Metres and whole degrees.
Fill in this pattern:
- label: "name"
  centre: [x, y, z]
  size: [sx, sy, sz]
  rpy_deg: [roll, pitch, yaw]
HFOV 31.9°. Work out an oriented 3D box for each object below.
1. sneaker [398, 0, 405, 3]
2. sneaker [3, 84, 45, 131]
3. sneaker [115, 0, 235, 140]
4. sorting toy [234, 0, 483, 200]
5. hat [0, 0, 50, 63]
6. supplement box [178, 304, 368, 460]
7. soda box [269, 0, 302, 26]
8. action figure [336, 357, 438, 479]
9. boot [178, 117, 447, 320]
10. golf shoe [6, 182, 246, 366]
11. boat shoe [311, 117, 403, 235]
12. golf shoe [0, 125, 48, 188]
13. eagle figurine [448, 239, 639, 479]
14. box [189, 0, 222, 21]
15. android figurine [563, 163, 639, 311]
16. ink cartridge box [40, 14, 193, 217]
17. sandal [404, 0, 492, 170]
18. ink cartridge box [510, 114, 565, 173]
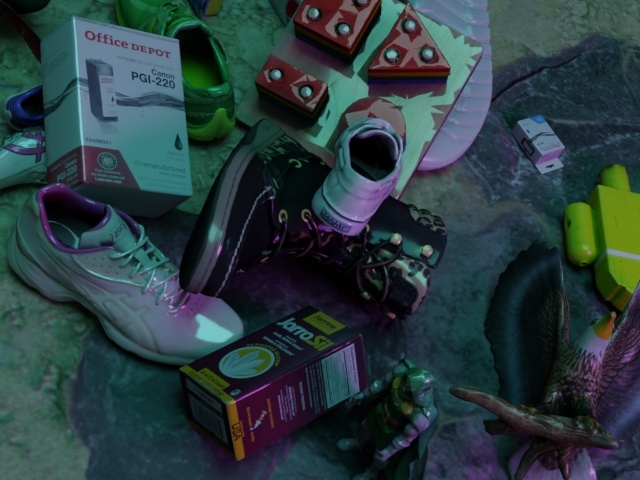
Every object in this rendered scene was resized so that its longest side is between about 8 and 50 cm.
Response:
- label: "sneaker"
  centre: [0.084, -0.344, 1.706]
  size: [0.158, 0.061, 0.065]
  rpy_deg: [6, 61, -14]
- label: "sneaker"
  centre: [-0.321, -0.182, 1.443]
  size: [0.170, 0.071, 0.068]
  rpy_deg: [-26, 101, -26]
- label: "sneaker"
  centre: [-0.187, -0.275, 1.527]
  size: [0.109, 0.123, 0.295]
  rpy_deg: [-19, 64, -28]
- label: "sorting toy"
  centre: [0.052, -0.222, 1.511]
  size: [0.255, 0.089, 0.257]
  rpy_deg: [29, 81, 8]
- label: "hat"
  centre: [-0.373, -0.324, 1.452]
  size: [0.183, 0.208, 0.173]
  rpy_deg: [33, 77, 26]
- label: "supplement box"
  centre: [-0.051, 0.158, 1.275]
  size: [0.188, 0.081, 0.104]
  rpy_deg: [-25, 31, -30]
- label: "soda box"
  centre: [0.007, -0.310, 1.646]
  size: [0.069, 0.074, 0.216]
  rpy_deg: [-18, 64, -27]
- label: "action figure"
  centre: [0.076, 0.197, 1.221]
  size: [0.063, 0.232, 0.137]
  rpy_deg: [-12, 60, -24]
- label: "boot"
  centre: [0.000, 0.000, 1.343]
  size: [0.284, 0.138, 0.377]
  rpy_deg: [27, 23, -3]
- label: "golf shoe"
  centre: [-0.220, 0.042, 1.290]
  size: [0.306, 0.140, 0.115]
  rpy_deg: [27, 51, 0]
- label: "boat shoe"
  centre: [0.063, -0.096, 1.323]
  size: [0.095, 0.084, 0.258]
  rpy_deg: [30, 31, -7]
- label: "golf shoe"
  centre: [-0.333, -0.102, 1.395]
  size: [0.186, 0.067, 0.086]
  rpy_deg: [-29, 71, -32]
- label: "eagle figurine"
  centre: [0.311, 0.150, 1.360]
  size: [0.226, 0.225, 0.298]
  rpy_deg: [52, 34, -12]
- label: "box"
  centre: [-0.178, -0.414, 1.635]
  size: [0.042, 0.109, 0.178]
  rpy_deg: [-12, 61, -27]
- label: "android figurine"
  centre: [0.465, 0.016, 1.584]
  size: [0.248, 0.056, 0.273]
  rpy_deg: [10, 54, -12]
- label: "ink cartridge box"
  centre: [-0.251, -0.150, 1.380]
  size: [0.158, 0.092, 0.218]
  rpy_deg: [6, 68, -40]
- label: "sandal"
  centre: [0.169, -0.281, 1.664]
  size: [0.169, 0.102, 0.416]
  rpy_deg: [18, 67, -17]
- label: "ink cartridge box"
  centre: [0.328, -0.143, 1.665]
  size: [0.048, 0.028, 0.083]
  rpy_deg: [-19, 65, -28]
